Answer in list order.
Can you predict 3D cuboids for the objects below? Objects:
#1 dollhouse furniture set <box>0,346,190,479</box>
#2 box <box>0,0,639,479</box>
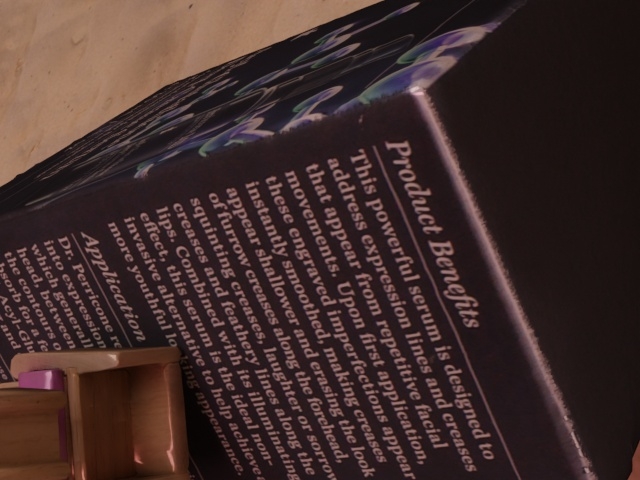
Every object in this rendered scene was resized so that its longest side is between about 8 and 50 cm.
[{"bbox_3d":[-0.215,0.196,0.448,0.198,0.303,0.286,-10,83,30],"label":"dollhouse furniture set"},{"bbox_3d":[0.000,0.000,0.661,0.396,0.212,0.293,-13,20,37],"label":"box"}]
